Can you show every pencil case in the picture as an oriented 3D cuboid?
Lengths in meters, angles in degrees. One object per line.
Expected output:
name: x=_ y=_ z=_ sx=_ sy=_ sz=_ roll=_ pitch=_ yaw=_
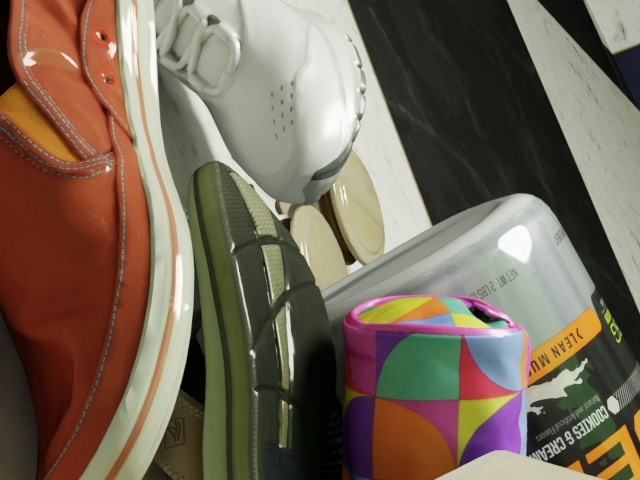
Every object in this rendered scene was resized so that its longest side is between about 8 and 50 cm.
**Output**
pencil case: x=0.059 y=0.145 z=0.978 sx=0.104 sy=0.104 sz=0.236 roll=-36 pitch=126 yaw=-72

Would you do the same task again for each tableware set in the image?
tableware set: x=0.000 y=0.000 z=1.275 sx=0.194 sy=0.039 sz=0.128 roll=-58 pitch=130 yaw=-63

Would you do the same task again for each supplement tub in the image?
supplement tub: x=0.118 y=0.148 z=1.119 sx=0.316 sy=0.193 sz=0.193 roll=60 pitch=18 yaw=-4

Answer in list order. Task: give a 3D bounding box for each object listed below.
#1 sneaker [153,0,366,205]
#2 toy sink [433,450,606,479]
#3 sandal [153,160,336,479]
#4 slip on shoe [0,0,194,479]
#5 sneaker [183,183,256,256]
sneaker: x=-0.075 y=-0.135 z=1.181 sx=0.129 sy=0.111 sz=0.297 roll=9 pitch=39 yaw=-43
toy sink: x=0.126 y=0.200 z=0.828 sx=0.131 sy=0.234 sz=0.153 roll=-21 pitch=108 yaw=-32
sandal: x=-0.049 y=0.098 z=0.935 sx=0.120 sy=0.086 sz=0.303 roll=43 pitch=39 yaw=-57
slip on shoe: x=-0.126 y=-0.019 z=0.873 sx=0.101 sy=0.123 sz=0.331 roll=9 pitch=52 yaw=-27
sneaker: x=-0.058 y=-0.015 z=1.136 sx=0.032 sy=0.037 sz=0.083 roll=59 pitch=19 yaw=-13
